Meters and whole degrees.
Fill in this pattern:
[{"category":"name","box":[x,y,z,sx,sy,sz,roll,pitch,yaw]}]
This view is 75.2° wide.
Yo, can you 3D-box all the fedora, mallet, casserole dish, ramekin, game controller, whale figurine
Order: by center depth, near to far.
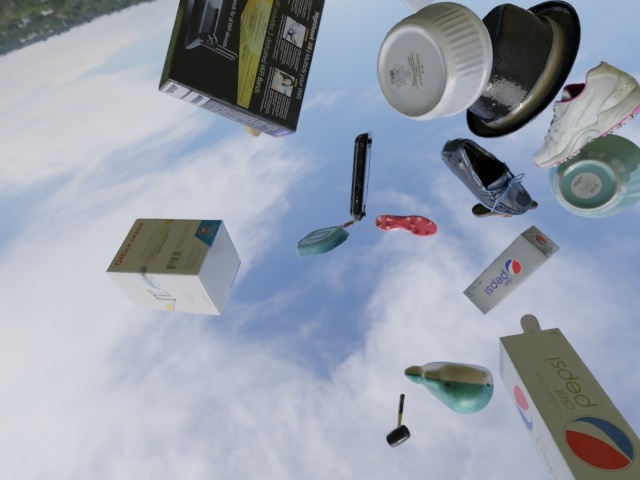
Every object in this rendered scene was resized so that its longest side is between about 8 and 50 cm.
[{"category":"ramekin","box":[0.203,-0.328,0.787,0.109,0.207,0.207,-31,-141,-31]},{"category":"fedora","box":[0.421,-0.417,0.973,0.152,0.334,0.334,16,-148,-25]},{"category":"mallet","box":[0.228,0.487,1.157,0.062,0.039,0.190,-43,-178,29]},{"category":"casserole dish","box":[0.000,0.000,1.165,0.114,0.037,0.188,-39,-162,-33]},{"category":"whale figurine","box":[0.381,0.438,1.252,0.272,0.216,0.141,-14,-114,49]},{"category":"game controller","box":[0.157,-0.234,1.512,0.067,0.319,0.166,11,-157,19]}]

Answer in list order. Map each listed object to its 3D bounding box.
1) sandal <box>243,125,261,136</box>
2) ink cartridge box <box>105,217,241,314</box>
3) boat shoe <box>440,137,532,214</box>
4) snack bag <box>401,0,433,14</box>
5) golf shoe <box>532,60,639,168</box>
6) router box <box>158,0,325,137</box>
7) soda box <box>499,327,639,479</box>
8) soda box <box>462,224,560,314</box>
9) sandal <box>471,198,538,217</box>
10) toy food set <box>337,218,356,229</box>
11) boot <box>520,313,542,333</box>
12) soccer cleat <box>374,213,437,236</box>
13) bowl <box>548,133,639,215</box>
[{"category":"sandal","box":[-0.178,-0.360,1.086,0.079,0.240,0.088,22,-112,22]},{"category":"ink cartridge box","box":[-0.347,0.062,1.015,0.232,0.168,0.171,2,-130,12]},{"category":"boat shoe","box":[0.386,-0.136,0.947,0.109,0.258,0.089,-63,-167,-6]},{"category":"snack bag","box":[0.249,-0.669,0.862,0.342,0.323,0.037,-42,-117,31]},{"category":"golf shoe","box":[0.570,-0.272,0.929,0.115,0.306,0.140,-38,-97,-18]},{"category":"router box","box":[-0.131,-0.378,0.758,0.081,0.242,0.309,7,-97,56]},{"category":"soda box","box":[0.257,0.191,0.422,0.073,0.069,0.216,-12,-149,6]},{"category":"soda box","box":[0.547,0.092,1.211,0.091,0.286,0.098,-23,-119,-38]},{"category":"sandal","box":[0.655,-0.109,1.484,0.219,0.060,0.090,-13,-144,6]},{"category":"toy food set","box":[0.109,-0.062,1.743,0.122,0.019,0.078,-24,-172,-14]},{"category":"boot","box":[0.630,0.314,1.207,0.069,0.086,0.190,-13,-134,26]},{"category":"soccer cleat","box":[0.340,-0.064,1.659,0.248,0.083,0.095,6,-172,16]},{"category":"bowl","box":[0.950,-0.210,1.452,0.311,0.312,0.163,17,-153,37]}]
